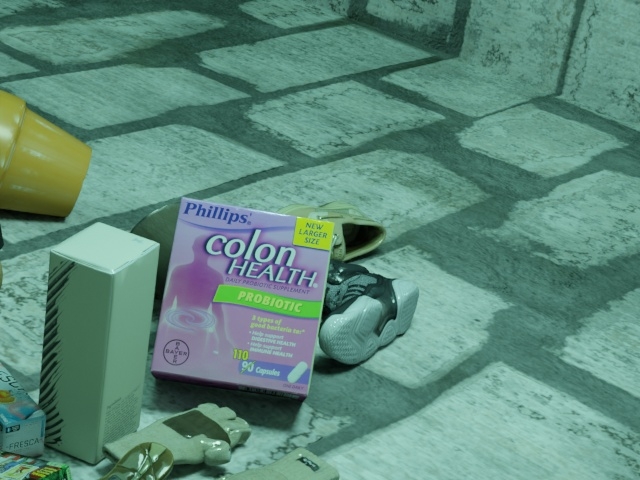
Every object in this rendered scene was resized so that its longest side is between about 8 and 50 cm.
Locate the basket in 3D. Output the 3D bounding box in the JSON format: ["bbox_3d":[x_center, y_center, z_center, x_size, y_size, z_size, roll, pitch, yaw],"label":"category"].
[{"bbox_3d":[-0.154,0.059,1.995,0.204,0.154,0.227,0,28,-44],"label":"basket"}]

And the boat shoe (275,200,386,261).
[{"bbox_3d":[0.000,0.000,2.237,0.098,0.109,0.302,24,22,31],"label":"boat shoe"}]

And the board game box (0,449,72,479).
[{"bbox_3d":[-0.413,0.265,1.476,0.260,0.030,0.136,3,17,38],"label":"board game box"}]

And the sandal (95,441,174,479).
[{"bbox_3d":[-0.242,0.301,1.529,0.072,0.049,0.180,37,52,23],"label":"sandal"}]

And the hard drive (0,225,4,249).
[{"bbox_3d":[-0.662,-0.096,2.027,0.339,0.237,0.064,16,46,11],"label":"hard drive"}]

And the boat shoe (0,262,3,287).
[{"bbox_3d":[-0.636,0.013,1.943,0.342,0.123,0.123,25,26,17],"label":"boat shoe"}]

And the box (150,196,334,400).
[{"bbox_3d":[-0.105,0.083,1.814,0.214,0.243,0.117,10,-11,-2],"label":"box"}]

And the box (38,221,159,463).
[{"bbox_3d":[-0.276,0.127,1.632,0.094,0.275,0.113,18,25,18],"label":"box"}]

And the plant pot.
[{"bbox_3d":[-0.496,-0.129,2.242,0.188,0.205,0.205,20,21,-18],"label":"plant pot"}]

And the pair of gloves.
[{"bbox_3d":[-0.125,0.282,1.638,0.240,0.042,0.204,24,26,29],"label":"pair of gloves"}]

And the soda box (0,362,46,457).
[{"bbox_3d":[-0.412,0.204,1.668,0.058,0.063,0.183,-10,31,-37],"label":"soda box"}]

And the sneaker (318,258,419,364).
[{"bbox_3d":[0.033,0.105,2.028,0.153,0.101,0.268,21,21,25],"label":"sneaker"}]
